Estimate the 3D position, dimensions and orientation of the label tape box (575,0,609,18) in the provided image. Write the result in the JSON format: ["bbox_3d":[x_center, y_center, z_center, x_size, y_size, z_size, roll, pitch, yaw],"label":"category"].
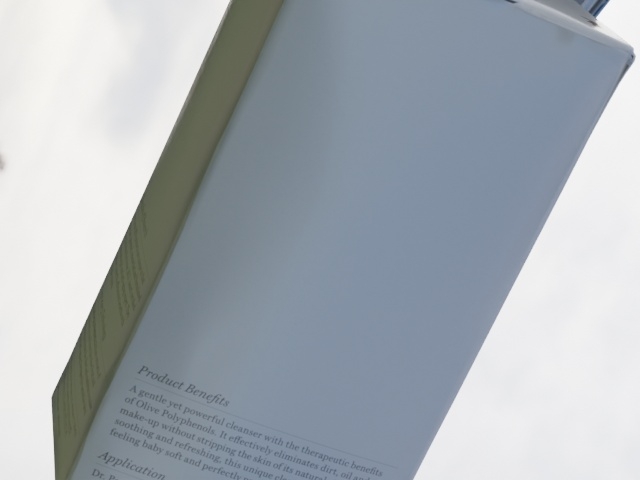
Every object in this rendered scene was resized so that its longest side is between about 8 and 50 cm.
[{"bbox_3d":[0.064,-0.289,1.226,0.115,0.348,0.249,-56,180,30],"label":"label tape box"}]

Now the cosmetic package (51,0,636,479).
[{"bbox_3d":[0.000,0.000,1.059,0.365,0.197,0.155,-63,-163,14],"label":"cosmetic package"}]
